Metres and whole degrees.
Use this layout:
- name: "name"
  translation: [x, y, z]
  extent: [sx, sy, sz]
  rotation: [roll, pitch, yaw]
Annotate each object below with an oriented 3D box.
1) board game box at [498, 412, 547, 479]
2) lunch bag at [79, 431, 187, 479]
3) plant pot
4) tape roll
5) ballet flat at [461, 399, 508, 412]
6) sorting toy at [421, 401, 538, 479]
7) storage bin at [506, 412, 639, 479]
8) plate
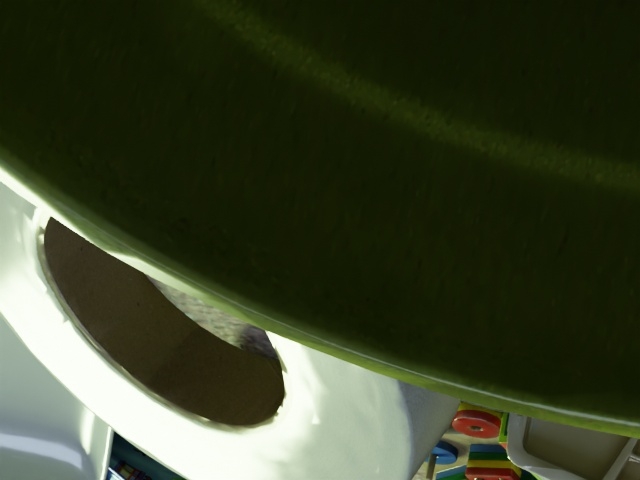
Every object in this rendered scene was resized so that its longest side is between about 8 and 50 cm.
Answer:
- name: "board game box"
  translation: [0.255, 0.171, 1.200]
  extent: [0.181, 0.043, 0.092]
  rotation: [-7, 145, 34]
- name: "lunch bag"
  translation: [-0.232, 0.226, 1.471]
  extent: [0.293, 0.138, 0.221]
  rotation: [31, 150, -5]
- name: "plant pot"
  translation: [0.106, -0.188, 0.292]
  extent: [0.366, 0.353, 0.366]
  rotation: [11, 152, 6]
- name: "tape roll"
  translation: [-0.089, 0.031, 0.929]
  extent: [0.392, 0.072, 0.392]
  rotation: [27, 145, 21]
- name: "ballet flat"
  translation: [0.208, 0.119, 1.128]
  extent: [0.250, 0.058, 0.084]
  rotation: [6, 173, 27]
- name: "sorting toy"
  translation: [0.151, 0.227, 1.347]
  extent: [0.132, 0.046, 0.274]
  rotation: [-3, 148, 29]
- name: "storage bin"
  translation: [0.256, 0.138, 0.923]
  extent: [0.260, 0.123, 0.262]
  rotation: [23, 176, 15]
- name: "plate"
  translation: [-0.314, 0.114, 1.259]
  extent: [0.277, 0.045, 0.278]
  rotation: [9, 131, -10]
